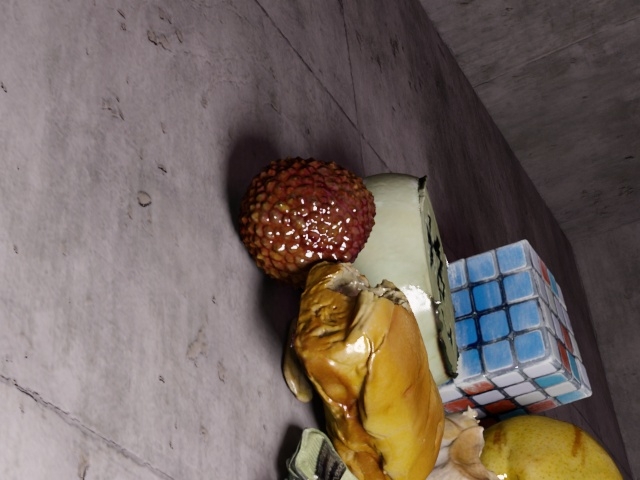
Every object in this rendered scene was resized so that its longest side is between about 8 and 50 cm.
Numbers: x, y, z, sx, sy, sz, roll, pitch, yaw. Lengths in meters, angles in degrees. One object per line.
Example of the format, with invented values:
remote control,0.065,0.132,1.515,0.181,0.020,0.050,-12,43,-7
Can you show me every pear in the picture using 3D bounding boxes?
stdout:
pear,0.377,0.449,1.875,0.314,0.314,0.314,52,26,-38

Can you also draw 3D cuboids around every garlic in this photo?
garlic,0.187,0.398,1.616,0.281,0.184,0.203,-118,-164,-54

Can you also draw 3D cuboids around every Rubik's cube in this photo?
Rubik's cube,0.336,0.187,2.064,0.253,0.256,0.259,40,35,-53

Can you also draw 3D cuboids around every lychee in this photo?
lychee,-0.026,-0.031,1.489,0.188,0.188,0.188,52,26,-38

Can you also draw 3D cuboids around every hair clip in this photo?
hair clip,0.065,0.382,1.394,0.321,0.091,0.138,43,25,-9

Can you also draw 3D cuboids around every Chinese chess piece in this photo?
Chinese chess piece,0.125,0.067,1.704,0.349,0.146,0.349,-9,90,-80

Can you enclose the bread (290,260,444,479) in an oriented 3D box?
bread,0.074,0.189,1.447,0.195,0.149,0.344,-82,161,-44

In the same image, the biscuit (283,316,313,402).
biscuit,-0.026,0.165,1.510,0.071,0.018,0.147,58,23,-30
